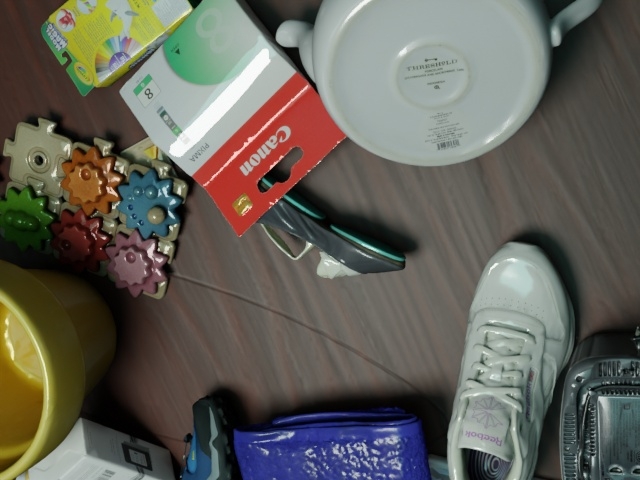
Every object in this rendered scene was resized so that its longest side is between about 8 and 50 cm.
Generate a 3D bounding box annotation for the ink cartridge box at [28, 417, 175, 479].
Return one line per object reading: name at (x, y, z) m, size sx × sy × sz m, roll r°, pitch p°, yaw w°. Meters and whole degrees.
ink cartridge box at (-0.254, 0.295, 1.230) m, size 0.104 × 0.180 × 0.060 m, roll -41°, pitch 43°, yaw 18°

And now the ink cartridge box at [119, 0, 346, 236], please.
ink cartridge box at (-0.103, -0.146, 1.123) m, size 0.181 × 0.056 × 0.225 m, roll -42°, pitch 68°, yaw 17°

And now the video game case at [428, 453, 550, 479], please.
video game case at (0.208, 0.356, 1.156) m, size 0.201 × 0.023 × 0.183 m, roll 10°, pitch 101°, yaw 15°

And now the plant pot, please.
plant pot at (-0.366, 0.132, 1.172) m, size 0.254 × 0.239 × 0.254 m, roll 3°, pitch 100°, yaw 16°

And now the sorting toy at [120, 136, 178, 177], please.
sorting toy at (-0.220, -0.085, 1.215) m, size 0.083 × 0.012 × 0.062 m, roll -26°, pitch 91°, yaw 18°

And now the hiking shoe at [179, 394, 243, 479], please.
hiking shoe at (-0.157, 0.335, 1.176) m, size 0.132 × 0.113 × 0.304 m, roll -1°, pitch 78°, yaw 7°

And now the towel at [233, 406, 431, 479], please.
towel at (0.033, 0.345, 1.147) m, size 0.227 × 0.076 × 0.308 m, roll -7°, pitch 97°, yaw 23°

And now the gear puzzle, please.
gear puzzle at (-0.330, -0.054, 1.225) m, size 0.339 × 0.044 × 0.175 m, roll 20°, pitch 110°, yaw 12°

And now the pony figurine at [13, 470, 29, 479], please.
pony figurine at (-0.549, 0.336, 1.266) m, size 0.363 × 0.303 × 0.351 m, roll -7°, pitch 106°, yaw 2°

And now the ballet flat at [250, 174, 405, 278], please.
ballet flat at (0.000, 0.000, 1.136) m, size 0.203 × 0.074 × 0.074 m, roll 31°, pitch 106°, yaw 16°

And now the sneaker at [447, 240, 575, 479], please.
sneaker at (0.200, 0.154, 1.054) m, size 0.114 × 0.152 × 0.305 m, roll 7°, pitch 93°, yaw 16°

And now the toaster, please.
toaster at (0.314, 0.186, 1.034) m, size 0.129 × 0.146 × 0.227 m, roll -2°, pitch 99°, yaw 16°

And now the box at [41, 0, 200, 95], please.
box at (-0.237, -0.259, 1.178) m, size 0.179 × 0.043 × 0.105 m, roll -33°, pitch 89°, yaw 16°

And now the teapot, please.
teapot at (0.115, -0.214, 1.018) m, size 0.256 × 0.187 × 0.252 m, roll 26°, pitch 127°, yaw -16°
